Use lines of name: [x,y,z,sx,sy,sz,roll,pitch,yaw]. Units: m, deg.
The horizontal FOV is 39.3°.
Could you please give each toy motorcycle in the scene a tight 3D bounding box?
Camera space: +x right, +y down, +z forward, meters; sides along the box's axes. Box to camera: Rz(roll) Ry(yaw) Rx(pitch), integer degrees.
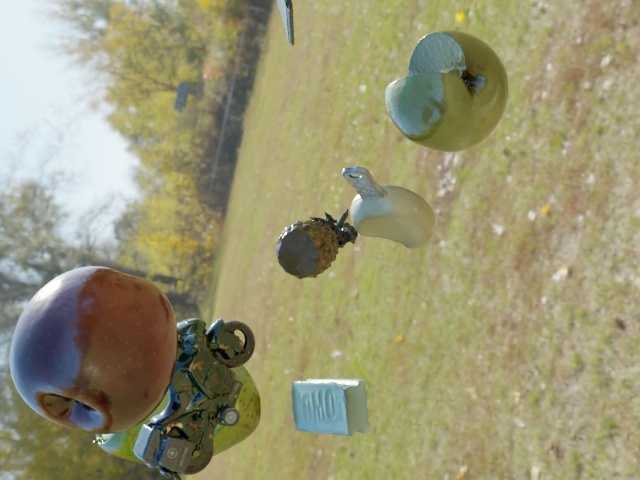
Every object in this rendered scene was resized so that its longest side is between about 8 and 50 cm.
toy motorcycle: [-0.219,0.242,1.433,0.125,0.187,0.274,0,68,61]

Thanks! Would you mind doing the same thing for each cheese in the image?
cheese: [0.131,-0.066,1.664,0.249,0.163,0.070,74,-154,-63]

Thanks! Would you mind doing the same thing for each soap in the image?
soap: [0.019,0.354,1.913,0.198,0.063,0.114,-13,82,53]

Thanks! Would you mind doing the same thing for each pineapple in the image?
pineapple: [0.001,0.001,1.935,0.248,0.128,0.128,-31,-41,-62]

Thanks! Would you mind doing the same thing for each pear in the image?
pear: [-0.253,0.325,1.712,0.286,0.282,0.176,-60,24,11]

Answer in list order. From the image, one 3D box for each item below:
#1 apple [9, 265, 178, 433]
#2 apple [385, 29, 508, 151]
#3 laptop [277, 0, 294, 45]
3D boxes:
apple: [-0.294,0.144,1.181,0.218,0.218,0.201,113,169,-56]
apple: [0.300,-0.355,2.156,0.254,0.292,0.292,-24,53,63]
laptop: [-0.066,-0.424,1.542,0.180,0.016,0.129,100,155,-82]
